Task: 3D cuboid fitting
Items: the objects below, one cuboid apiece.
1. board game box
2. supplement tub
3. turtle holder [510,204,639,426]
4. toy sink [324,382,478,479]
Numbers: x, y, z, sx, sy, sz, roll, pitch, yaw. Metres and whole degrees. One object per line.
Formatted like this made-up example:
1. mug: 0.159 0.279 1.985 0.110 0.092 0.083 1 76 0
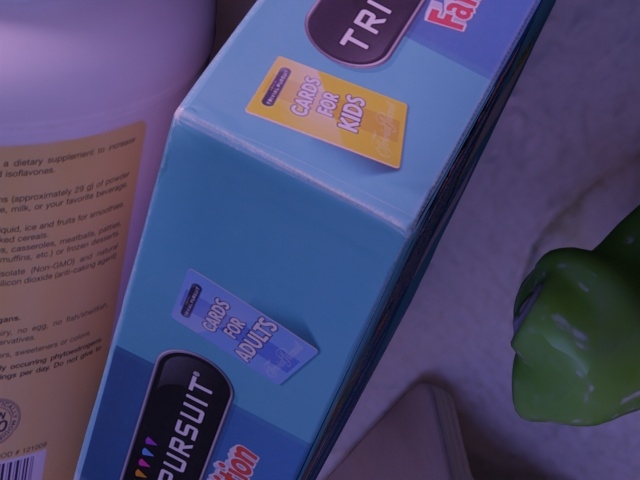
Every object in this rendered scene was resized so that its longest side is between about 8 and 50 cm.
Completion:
1. board game box: 0.000 0.000 0.689 0.079 0.254 0.336 27 139 5
2. supplement tub: -0.177 -0.045 0.784 0.241 0.241 0.331 19 122 9
3. turtle holder: 0.202 -0.013 0.601 0.320 0.227 0.243 16 140 35
4. toy sink: 0.082 0.215 0.884 0.131 0.234 0.153 20 127 -27
